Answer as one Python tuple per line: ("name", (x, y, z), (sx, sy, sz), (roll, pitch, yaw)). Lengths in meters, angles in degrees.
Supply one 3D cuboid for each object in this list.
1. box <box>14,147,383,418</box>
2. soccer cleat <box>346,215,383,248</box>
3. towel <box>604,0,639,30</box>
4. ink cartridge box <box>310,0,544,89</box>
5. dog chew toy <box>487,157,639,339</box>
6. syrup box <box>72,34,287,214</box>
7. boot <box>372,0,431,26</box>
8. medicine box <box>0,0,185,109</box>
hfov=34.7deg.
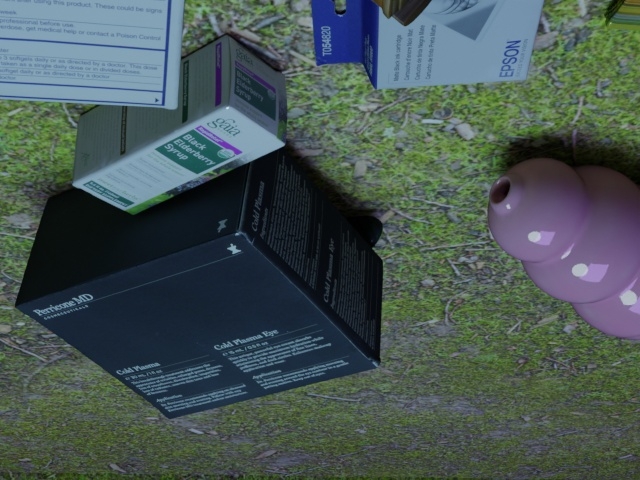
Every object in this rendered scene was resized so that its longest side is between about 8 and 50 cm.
("box", (-0.141, 0.052, 1.306), (0.343, 0.179, 0.312), (-17, 138, 26))
("soccer cleat", (0.000, 0.000, 1.411), (0.178, 0.060, 0.072), (-15, 149, 29))
("towel", (0.361, -0.274, 0.947), (0.102, 0.021, 0.237), (-1, 153, -16))
("ink cartridge box", (0.101, -0.226, 0.987), (0.223, 0.045, 0.223), (-3, 153, 2))
("dog chew toy", (0.348, -0.002, 1.300), (0.331, 0.207, 0.206), (24, 143, -28))
("syrup box", (-0.155, -0.120, 1.118), (0.236, 0.096, 0.093), (-20, 148, 32))
("boot", (0.021, -0.242, 0.795), (0.073, 0.152, 0.197), (-48, 177, -1))
("medicine box", (-0.236, -0.246, 0.804), (0.263, 0.149, 0.289), (2, 152, -10))
